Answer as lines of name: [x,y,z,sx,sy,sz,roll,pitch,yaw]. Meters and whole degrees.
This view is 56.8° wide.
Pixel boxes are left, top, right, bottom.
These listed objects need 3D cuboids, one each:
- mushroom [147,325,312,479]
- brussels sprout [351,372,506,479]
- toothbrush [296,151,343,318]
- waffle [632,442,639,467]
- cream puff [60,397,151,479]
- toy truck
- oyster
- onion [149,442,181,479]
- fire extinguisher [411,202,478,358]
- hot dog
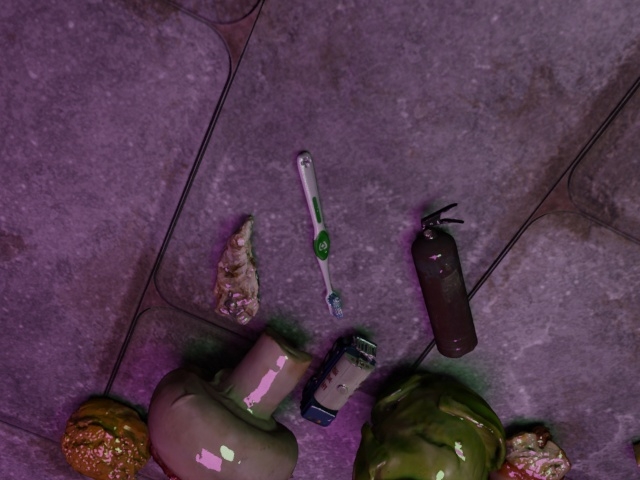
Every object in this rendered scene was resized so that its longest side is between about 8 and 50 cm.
mushroom: [-0.147,0.290,1.051,0.292,0.292,0.290,35,82,-14]
brussels sprout: [0.176,0.372,1.025,0.227,0.259,0.294,44,141,-10]
toothbrush: [-0.001,-0.001,0.959,0.030,0.030,0.304,-7,118,11]
waffle: [0.727,0.445,1.115,0.168,0.057,0.274,-36,111,24]
cream puff: [-0.436,0.420,1.204,0.188,0.129,0.189,5,122,8]
toy truck: [0.035,0.253,1.068,0.074,0.088,0.202,27,121,-11]
oyster: [-0.147,0.060,0.992,0.106,0.061,0.200,-4,120,10]
onion: [-0.275,0.454,1.178,0.150,0.140,0.150,10,164,3]
fire extinguisher: [0.203,0.064,0.943,0.089,0.072,0.268,-9,119,20]
hot dog: [0.391,0.447,1.138,0.146,0.103,0.213,28,113,15]
